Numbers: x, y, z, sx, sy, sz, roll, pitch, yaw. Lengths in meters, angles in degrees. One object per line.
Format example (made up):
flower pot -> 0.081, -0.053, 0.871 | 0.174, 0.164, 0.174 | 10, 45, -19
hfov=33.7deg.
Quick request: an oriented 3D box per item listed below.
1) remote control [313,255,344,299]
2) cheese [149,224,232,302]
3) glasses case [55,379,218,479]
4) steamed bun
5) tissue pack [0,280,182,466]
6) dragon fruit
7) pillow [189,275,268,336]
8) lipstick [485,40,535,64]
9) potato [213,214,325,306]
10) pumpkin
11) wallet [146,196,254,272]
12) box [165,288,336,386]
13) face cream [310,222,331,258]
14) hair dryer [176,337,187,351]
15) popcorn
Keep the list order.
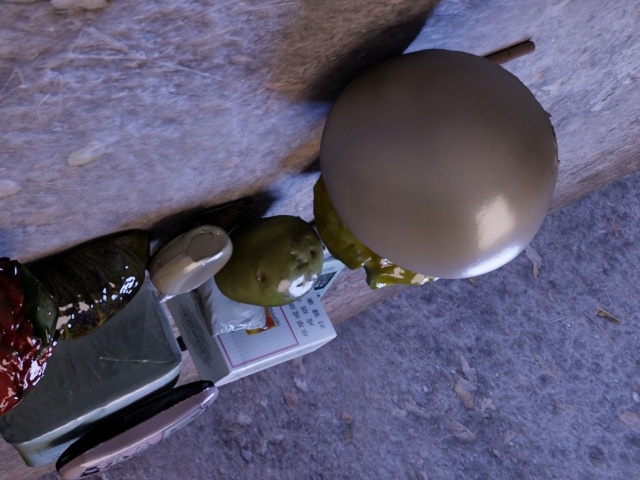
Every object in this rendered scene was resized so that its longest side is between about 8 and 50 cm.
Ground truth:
remote control -> -0.065, 0.153, 2.484 | 0.145, 0.050, 0.344 | -12, 143, -53
cheese -> -0.219, 0.049, 1.695 | 0.137, 0.064, 0.227 | -24, 168, -31
glasses case -> -0.322, 0.334, 1.874 | 0.314, 0.075, 0.122 | -26, 170, -27
steamed bun -> 0.143, -0.088, 1.381 | 0.206, 0.324, 0.324 | -51, -175, -33
tissue pack -> -0.440, 0.258, 1.964 | 0.332, 0.205, 0.405 | -23, 169, -17
dragon fruit -> -0.474, 0.126, 1.351 | 0.293, 0.233, 0.234 | -5, 176, 18
pillow -> -0.176, 0.107, 2.023 | 0.050, 0.148, 0.230 | -18, 173, 25
lipstick -> 0.283, -0.280, 1.598 | 0.094, 0.019, 0.019 | -23, 169, -16
potato -> -0.086, 0.034, 1.791 | 0.228, 0.148, 0.197 | -11, -148, 50
pumpkin -> -0.332, 0.063, 1.573 | 0.163, 0.111, 0.278 | -34, 166, 16
wallet -> -0.205, 0.001, 1.762 | 0.122, 0.031, 0.232 | -20, 168, -37
box -> -0.140, 0.158, 2.177 | 0.095, 0.210, 0.330 | -36, 166, 38
face cream -> 0.000, 0.000, 2.116 | 0.229, 0.075, 0.075 | -28, 169, 6
hair dryer -> -0.276, 0.231, 2.566 | 0.197, 0.089, 0.251 | -16, 172, -43
popcorn -> 0.116, -0.057, 1.702 | 0.277, 0.225, 0.276 | 3, 156, 1
